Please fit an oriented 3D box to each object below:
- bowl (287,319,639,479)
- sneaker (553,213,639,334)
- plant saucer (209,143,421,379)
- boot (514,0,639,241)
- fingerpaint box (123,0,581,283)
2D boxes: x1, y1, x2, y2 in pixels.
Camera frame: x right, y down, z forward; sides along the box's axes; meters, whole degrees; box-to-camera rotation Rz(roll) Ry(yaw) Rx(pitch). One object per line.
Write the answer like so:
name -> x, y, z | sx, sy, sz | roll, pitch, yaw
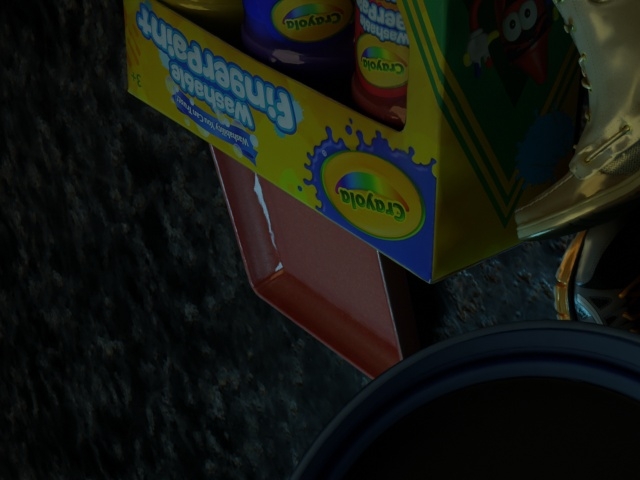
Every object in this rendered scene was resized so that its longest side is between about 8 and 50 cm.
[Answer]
bowl -> 0.150, 0.250, 1.051 | 0.391, 0.391, 0.077 | 63, 173, 8
sneaker -> 0.236, 0.070, 1.258 | 0.083, 0.084, 0.214 | 14, 124, 36
plant saucer -> 0.000, 0.000, 1.537 | 0.259, 0.048, 0.258 | 33, 148, 41
boot -> 0.202, -0.107, 1.157 | 0.213, 0.077, 0.165 | -34, 78, 32
fingerpaint box -> 0.006, -0.231, 1.327 | 0.445, 0.163, 0.371 | 34, 135, 42
